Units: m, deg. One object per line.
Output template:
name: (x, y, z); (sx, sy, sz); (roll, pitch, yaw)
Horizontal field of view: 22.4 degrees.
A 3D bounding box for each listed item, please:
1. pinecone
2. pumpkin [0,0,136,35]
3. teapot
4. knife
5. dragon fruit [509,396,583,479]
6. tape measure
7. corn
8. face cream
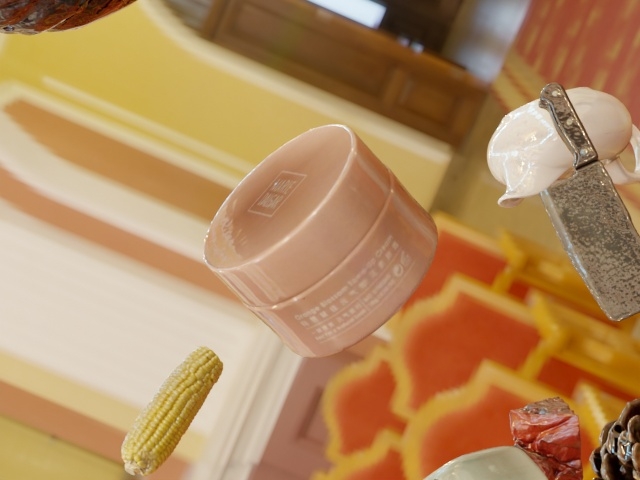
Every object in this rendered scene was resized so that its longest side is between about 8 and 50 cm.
pinecone: (0.358, 0.237, 1.625); (0.184, 0.179, 0.205); (-102, 7, -47)
pumpkin: (-0.281, -0.335, 1.408); (0.266, 0.363, 0.363); (-62, 4, 16)
teapot: (0.343, -0.127, 2.230); (0.204, 0.298, 0.139); (-36, 71, 56)
knife: (0.250, -0.038, 1.538); (0.019, 0.072, 0.245); (64, -176, -68)
dragon fruit: (0.314, 0.317, 2.278); (0.122, 0.092, 0.192); (-107, 9, -68)
tape measure: (0.179, 0.390, 2.111); (0.243, 0.125, 0.246); (-16, -34, -39)
corn: (-0.202, 0.232, 2.194); (0.206, 0.067, 0.067); (-55, -2, -24)
face cream: (0.000, 0.000, 1.207); (0.149, 0.104, 0.149); (-34, 26, 19)
